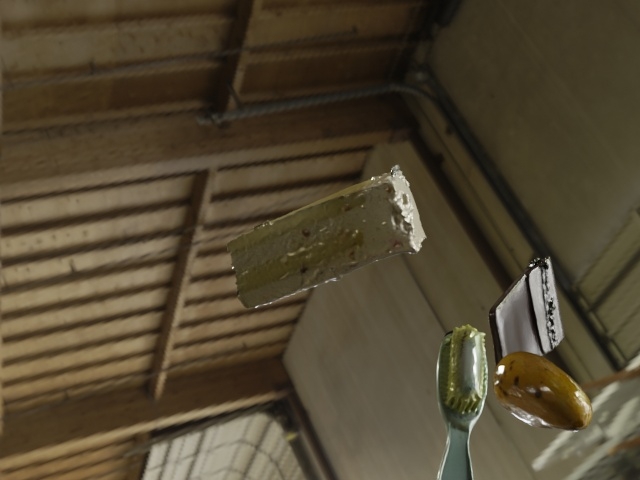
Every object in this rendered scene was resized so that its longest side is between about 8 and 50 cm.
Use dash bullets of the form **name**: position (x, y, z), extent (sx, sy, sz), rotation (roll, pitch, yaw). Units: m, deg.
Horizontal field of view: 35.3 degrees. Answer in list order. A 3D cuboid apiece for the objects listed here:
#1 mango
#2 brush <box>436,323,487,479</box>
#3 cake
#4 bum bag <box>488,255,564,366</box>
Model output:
- **mango**: position (0.197, 0.137, 0.890), extent (0.057, 0.114, 0.079), rotation (-44, -64, -9)
- **brush**: position (0.181, 0.210, 1.265), extent (0.068, 0.297, 0.060), rotation (13, -45, -2)
- **cake**: position (0.000, 0.000, 0.590), extent (0.121, 0.052, 0.065), rotation (-22, 7, 2)
- **bum bag**: position (0.234, 0.093, 1.126), extent (0.026, 0.109, 0.159), rotation (-2, 21, 34)
